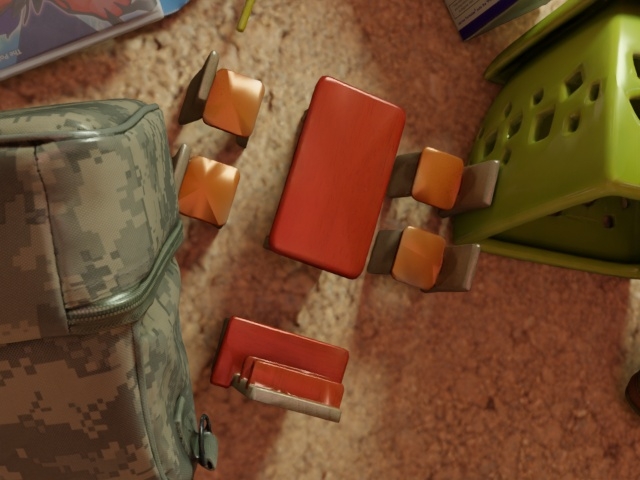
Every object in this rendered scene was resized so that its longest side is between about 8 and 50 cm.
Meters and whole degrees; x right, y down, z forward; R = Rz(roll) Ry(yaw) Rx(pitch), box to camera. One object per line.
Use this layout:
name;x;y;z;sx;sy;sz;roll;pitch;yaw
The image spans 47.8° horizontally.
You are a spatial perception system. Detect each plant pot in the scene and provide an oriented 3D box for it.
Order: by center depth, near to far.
plant pot;0.268;-0.094;0.627;0.227;0.228;0.207;11;77;-17

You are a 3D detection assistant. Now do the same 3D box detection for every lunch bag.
lunch bag;-0.230;0.058;0.439;0.305;0.212;0.256;-7;104;-3

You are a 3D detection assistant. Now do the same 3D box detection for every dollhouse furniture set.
dollhouse furniture set;0.000;0.000;0.574;0.262;0.135;0.259;18;81;-16

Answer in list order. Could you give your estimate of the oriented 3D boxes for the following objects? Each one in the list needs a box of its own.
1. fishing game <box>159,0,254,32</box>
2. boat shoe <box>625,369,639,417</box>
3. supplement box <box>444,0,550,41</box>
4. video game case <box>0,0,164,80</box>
fishing game;-0.163;-0.276;0.592;0.264;0.041;0.189;25;80;-12
boat shoe;0.448;0.190;0.725;0.307;0.104;0.111;32;44;-9
supplement box;0.150;-0.318;0.660;0.111;0.114;0.220;-28;93;-17
video game case;-0.241;-0.216;0.524;0.201;0.023;0.184;-26;118;-12
